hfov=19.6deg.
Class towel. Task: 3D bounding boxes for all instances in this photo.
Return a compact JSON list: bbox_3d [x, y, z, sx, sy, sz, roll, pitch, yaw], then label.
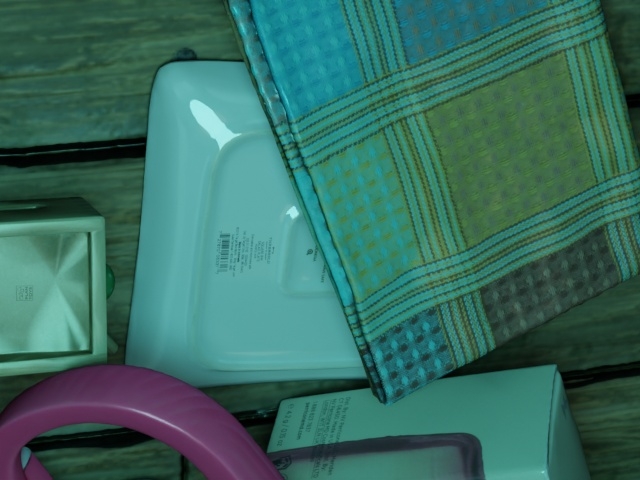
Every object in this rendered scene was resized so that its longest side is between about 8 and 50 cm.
[{"bbox_3d":[0.101,-0.089,1.346,0.271,0.040,0.370,-26,115,-14],"label":"towel"}]

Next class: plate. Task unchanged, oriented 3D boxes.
[{"bbox_3d":[0.000,0.000,1.402,0.278,0.045,0.277,-1,118,-19],"label":"plate"}]

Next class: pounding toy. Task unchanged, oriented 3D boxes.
[{"bbox_3d":[-0.204,0.038,1.333,0.141,0.100,0.130,-4,104,-20],"label":"pounding toy"}]

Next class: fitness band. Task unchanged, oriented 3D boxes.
[{"bbox_3d":[-0.120,0.202,1.365,0.209,0.054,0.291,-17,126,26],"label":"fitness band"}]

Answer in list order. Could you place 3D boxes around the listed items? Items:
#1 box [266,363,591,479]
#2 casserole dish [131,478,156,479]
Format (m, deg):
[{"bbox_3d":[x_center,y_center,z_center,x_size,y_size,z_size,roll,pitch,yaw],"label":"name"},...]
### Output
[{"bbox_3d":[0.085,0.203,1.439,0.232,0.127,0.149,-9,123,18],"label":"box"},{"bbox_3d":[-0.186,0.248,1.476,0.188,0.037,0.114,-17,121,-11],"label":"casserole dish"}]
